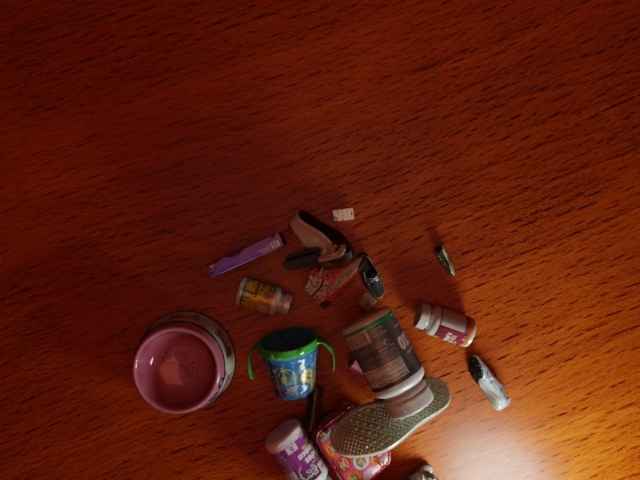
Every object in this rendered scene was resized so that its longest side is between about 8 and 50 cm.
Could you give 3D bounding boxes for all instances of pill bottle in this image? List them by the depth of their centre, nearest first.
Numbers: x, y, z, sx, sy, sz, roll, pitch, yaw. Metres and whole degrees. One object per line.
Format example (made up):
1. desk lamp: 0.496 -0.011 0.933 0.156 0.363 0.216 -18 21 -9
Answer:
1. pill bottle: 0.245 0.439 1.704 0.204 0.204 0.361 -28 84 1
2. pill bottle: -0.073 0.876 1.852 0.169 0.169 0.301 -33 91 1
3. pill bottle: 0.491 0.331 1.865 0.221 0.121 0.121 19 91 0
4. pill bottle: -0.221 0.230 1.867 0.208 0.117 0.118 17 91 0

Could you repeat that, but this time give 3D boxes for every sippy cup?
1. sippy cup: -0.112 0.485 1.831 0.305 0.240 0.224 1 105 38

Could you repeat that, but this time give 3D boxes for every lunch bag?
1. lunch bag: 0.134 0.802 1.868 0.258 0.120 0.293 -34 90 -18

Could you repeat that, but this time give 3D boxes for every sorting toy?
1. sorting toy: 0.182 0.260 1.918 0.062 0.012 0.083 38 88 -5

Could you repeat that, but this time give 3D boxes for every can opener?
1. can opener: -0.015 0.073 1.834 0.280 0.074 0.093 -12 127 27

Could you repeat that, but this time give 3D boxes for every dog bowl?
1. dog bowl: -0.550 0.492 1.857 0.408 0.150 0.408 0 92 0

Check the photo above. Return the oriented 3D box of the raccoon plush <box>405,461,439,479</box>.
1. raccoon plush: 0.276 1.014 1.889 0.446 0.299 0.216 5 109 31

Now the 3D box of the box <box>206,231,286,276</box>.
1. box: -0.280 0.049 1.822 0.293 0.201 0.057 -24 92 0

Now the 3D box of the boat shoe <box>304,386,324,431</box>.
1. boat shoe: -0.020 0.673 1.878 0.060 0.064 0.178 21 61 -21

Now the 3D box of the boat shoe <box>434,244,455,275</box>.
1. boat shoe: 0.505 0.084 1.902 0.042 0.049 0.133 -24 99 28

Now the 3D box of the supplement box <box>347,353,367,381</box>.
1. supplement box: 0.214 0.438 1.873 0.114 0.111 0.220 37 91 0

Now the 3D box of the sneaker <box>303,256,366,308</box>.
1. sneaker: 0.047 0.133 1.855 0.145 0.090 0.270 41 109 1

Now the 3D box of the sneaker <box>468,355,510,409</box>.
1. sneaker: 0.680 0.565 1.898 0.086 0.085 0.237 -29 87 -26

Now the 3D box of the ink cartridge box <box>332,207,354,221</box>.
1. ink cartridge box: 0.092 -0.104 1.904 0.083 0.028 0.048 -6 91 0

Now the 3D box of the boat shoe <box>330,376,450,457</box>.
1. boat shoe: 0.269 0.684 1.807 0.500 0.156 0.187 -22 67 -16

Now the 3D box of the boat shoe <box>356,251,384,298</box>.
1. boat shoe: 0.200 0.143 1.890 0.075 0.065 0.206 -24 91 0

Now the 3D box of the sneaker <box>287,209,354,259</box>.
1. sneaker: 0.000 0.000 1.888 0.290 0.106 0.123 36 125 -8
